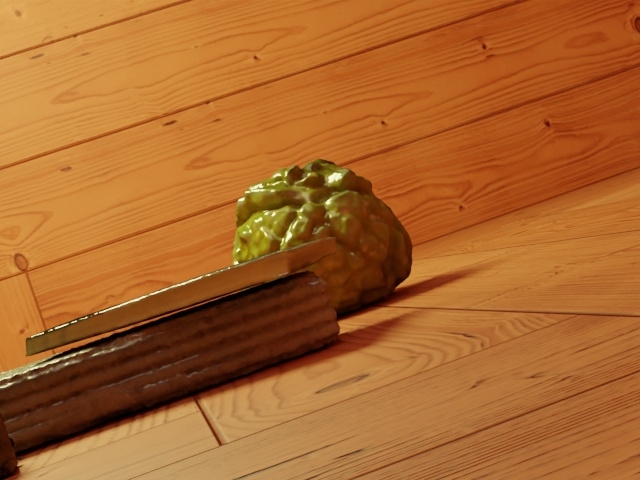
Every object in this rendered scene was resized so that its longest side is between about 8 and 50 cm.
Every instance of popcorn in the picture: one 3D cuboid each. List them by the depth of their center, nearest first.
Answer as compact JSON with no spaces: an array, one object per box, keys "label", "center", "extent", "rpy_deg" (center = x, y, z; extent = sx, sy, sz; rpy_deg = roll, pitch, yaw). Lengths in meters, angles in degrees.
[{"label":"popcorn","center":[0.000,0.000,1.628],"extent":[0.259,0.212,0.259],"rpy_deg":[-20,8,3]}]

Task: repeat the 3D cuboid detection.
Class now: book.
[{"label":"book","center":[-0.136,0.055,1.273],"extent":[0.289,0.026,0.201],"rpy_deg":[-19,0,14]}]

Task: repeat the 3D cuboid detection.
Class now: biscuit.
[{"label":"biscuit","center":[-0.191,0.130,1.241],"extent":[0.426,0.079,0.144],"rpy_deg":[-19,1,-3]}]

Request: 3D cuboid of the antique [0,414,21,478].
[{"label":"antique","center":[-0.407,0.198,1.026],"extent":[0.309,0.093,0.087],"rpy_deg":[-18,0,-15]}]
